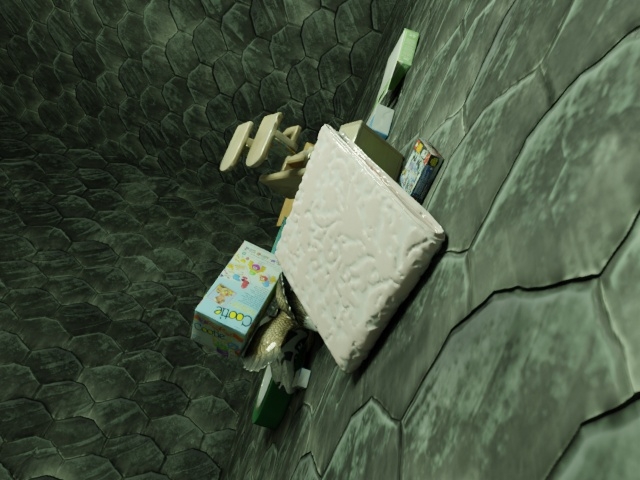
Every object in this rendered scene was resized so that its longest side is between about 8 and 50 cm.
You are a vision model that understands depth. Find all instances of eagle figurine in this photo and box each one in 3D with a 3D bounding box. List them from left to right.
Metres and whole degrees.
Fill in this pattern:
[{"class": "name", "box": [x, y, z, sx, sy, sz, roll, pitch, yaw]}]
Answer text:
[{"class": "eagle figurine", "box": [-0.082, 0.203, 1.240, 0.225, 0.298, 0.226, -19, 78, 32]}]

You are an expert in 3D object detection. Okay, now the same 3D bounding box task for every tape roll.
[{"class": "tape roll", "box": [-0.141, 0.461, 1.564, 0.321, 0.077, 0.321, -159, 90, -83]}]

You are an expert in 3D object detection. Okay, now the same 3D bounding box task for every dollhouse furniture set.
[{"class": "dollhouse furniture set", "box": [-0.019, -0.115, 1.168, 0.394, 0.362, 0.256, 2, 67, 52]}]

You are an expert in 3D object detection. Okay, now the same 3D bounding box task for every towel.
[{"class": "towel", "box": [0.042, 0.015, 0.828, 0.317, 0.053, 0.332, 55, 136, 35]}]

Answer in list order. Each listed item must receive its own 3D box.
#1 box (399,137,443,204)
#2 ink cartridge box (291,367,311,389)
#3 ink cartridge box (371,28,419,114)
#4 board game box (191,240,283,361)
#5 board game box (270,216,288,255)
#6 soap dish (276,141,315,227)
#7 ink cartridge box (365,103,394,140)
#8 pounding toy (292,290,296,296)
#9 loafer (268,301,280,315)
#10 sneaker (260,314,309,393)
[{"class": "box", "box": [0.185, -0.132, 0.873, 0.137, 0.027, 0.094, -85, 17, -67]}, {"class": "ink cartridge box", "box": [-0.054, 0.382, 1.282, 0.083, 0.028, 0.048, 124, 165, -64]}, {"class": "ink cartridge box", "box": [0.240, -0.534, 1.513, 0.171, 0.056, 0.235, 134, 152, -75]}, {"class": "board game box", "box": [-0.216, 0.159, 1.272, 0.275, 0.144, 0.142, -61, -4, -46]}, {"class": "board game box", "box": [-0.038, 0.040, 1.389, 0.047, 0.210, 0.160, -100, 32, -77]}, {"class": "soap dish", "box": [0.014, -0.144, 1.526, 0.291, 0.229, 0.118, -70, 23, 4]}, {"class": "ink cartridge box", "box": [0.165, -0.331, 1.482, 0.181, 0.061, 0.104, 122, 166, -63]}, {"class": "pounding toy", "box": [-0.091, 0.178, 1.657, 0.269, 0.154, 0.155, 131, 158, -73]}, {"class": "loafer", "box": [-0.127, 0.259, 1.613, 0.267, 0.084, 0.096, -17, 93, 57]}, {"class": "sneaker", "box": [-0.080, 0.332, 1.410, 0.094, 0.153, 0.235, -46, 59, 41]}]
